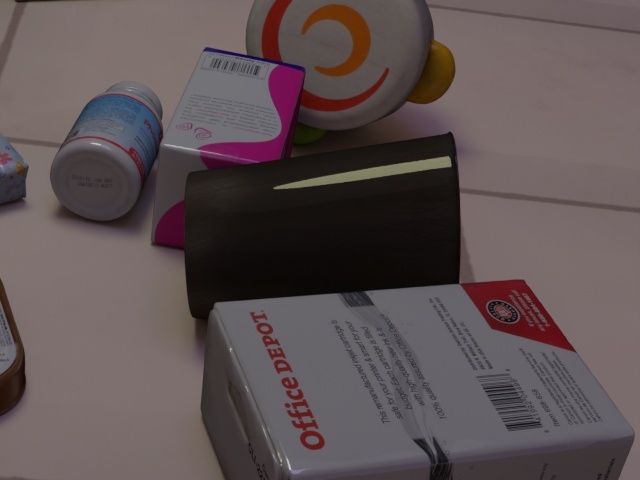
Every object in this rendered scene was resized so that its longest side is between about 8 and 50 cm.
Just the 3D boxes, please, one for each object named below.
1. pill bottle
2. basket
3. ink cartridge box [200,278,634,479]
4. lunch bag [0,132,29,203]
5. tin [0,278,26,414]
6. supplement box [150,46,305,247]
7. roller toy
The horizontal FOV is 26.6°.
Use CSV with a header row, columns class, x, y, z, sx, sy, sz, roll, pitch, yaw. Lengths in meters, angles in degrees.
class,x,y,z,sx,sy,sz,roll,pitch,yaw
pill bottle,-0.204,-0.094,1.335,0.087,0.087,0.160,11,33,1
basket,0.000,0.000,1.172,0.226,0.204,0.154,-1,45,-1
ink cartridge box,0.063,0.136,1.027,0.272,0.114,0.197,-3,35,-21
lunch bag,-0.329,-0.070,1.297,0.071,0.053,0.083,-21,53,-36
tin,-0.300,0.076,1.095,0.106,0.040,0.190,-9,37,-21
supplement box,-0.088,-0.089,1.337,0.111,0.114,0.220,12,31,1
roller toy,0.027,-0.220,1.481,0.209,0.191,0.146,-17,5,14
